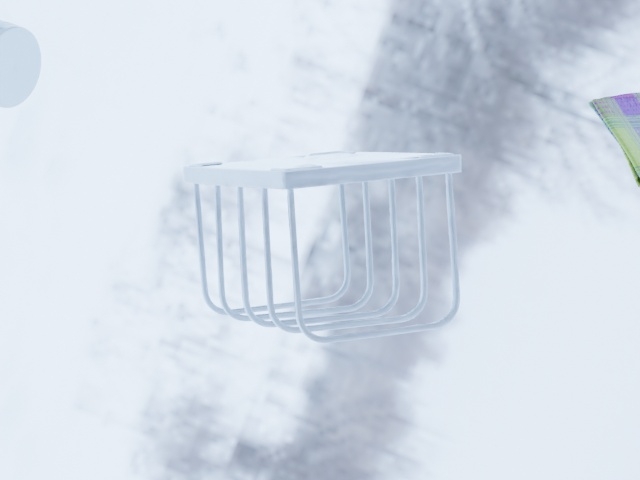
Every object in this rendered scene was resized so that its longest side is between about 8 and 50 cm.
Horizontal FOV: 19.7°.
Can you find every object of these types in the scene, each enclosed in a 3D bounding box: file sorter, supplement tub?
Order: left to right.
[{"bbox_3d":[-0.290,-0.152,1.516,0.071,0.107,0.071,-30,127,-49],"label":"supplement tub"},{"bbox_3d":[0.000,0.000,1.911,0.278,0.193,0.173,-172,-103,-65],"label":"file sorter"}]

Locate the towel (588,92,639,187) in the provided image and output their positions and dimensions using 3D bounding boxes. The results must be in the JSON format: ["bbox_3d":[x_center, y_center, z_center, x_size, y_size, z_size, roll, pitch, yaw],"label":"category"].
[{"bbox_3d":[0.183,-0.055,1.015,0.083,0.060,0.009,-9,153,-51],"label":"towel"}]
